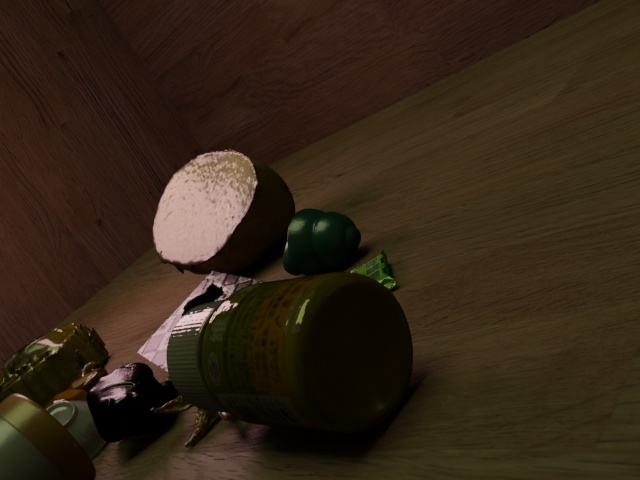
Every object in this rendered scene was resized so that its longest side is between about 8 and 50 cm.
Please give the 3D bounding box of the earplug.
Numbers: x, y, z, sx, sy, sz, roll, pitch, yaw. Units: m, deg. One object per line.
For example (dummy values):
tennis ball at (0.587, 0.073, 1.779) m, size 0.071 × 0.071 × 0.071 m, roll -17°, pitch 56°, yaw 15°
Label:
earplug at (0.004, 0.007, 1.866) m, size 0.280 × 0.163 × 0.258 m, roll -5°, pitch -7°, yaw 42°

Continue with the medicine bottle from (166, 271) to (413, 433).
medicine bottle at (-0.064, 0.173, 1.161) m, size 0.384 × 0.224 × 0.224 m, roll -13°, pitch 25°, yaw 50°

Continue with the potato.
potato at (-0.266, -0.054, 2.387) m, size 0.442 × 0.319 × 0.385 m, roll -12°, pitch 65°, yaw 38°

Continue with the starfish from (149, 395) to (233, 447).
starfish at (-0.189, 0.271, 1.464) m, size 0.302 × 0.084 × 0.293 m, roll -15°, pitch 22°, yaw 44°

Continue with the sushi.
sushi at (-0.258, 0.205, 1.766) m, size 0.294 × 0.059 × 0.292 m, roll -49°, pitch 30°, yaw -22°

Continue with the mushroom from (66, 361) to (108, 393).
mushroom at (-0.646, 0.395, 2.095) m, size 0.127 × 0.087 × 0.127 m, roll -32°, pitch 9°, yaw 6°

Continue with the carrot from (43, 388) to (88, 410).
carrot at (-0.653, 0.472, 1.803) m, size 0.114 × 0.114 × 0.302 m, roll -26°, pitch 17°, yaw 32°

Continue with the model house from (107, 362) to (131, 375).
model house at (-0.516, 0.354, 1.993) m, size 0.083 × 0.058 × 0.057 m, roll -37°, pitch 13°, yaw -12°

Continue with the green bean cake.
green bean cake at (-0.839, 0.390, 2.333) m, size 0.310 × 0.202 × 0.285 m, roll -33°, pitch 11°, yaw 4°

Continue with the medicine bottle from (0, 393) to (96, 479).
medicine bottle at (-0.595, 0.454, 1.451) m, size 0.232 × 0.237 × 0.238 m, roll -45°, pitch 17°, yaw -33°

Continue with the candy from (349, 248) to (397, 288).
candy at (0.102, 0.080, 1.545) m, size 0.102 × 0.032 × 0.178 m, roll -35°, pitch 14°, yaw 10°

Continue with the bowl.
bowl at (-0.569, 0.414, 1.686) m, size 0.189 × 0.086 × 0.189 m, roll -11°, pitch 36°, yaw 8°

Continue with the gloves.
gloves at (-0.397, 0.339, 1.631) m, size 0.197 × 0.152 × 0.301 m, roll -10°, pitch -9°, yaw -18°
